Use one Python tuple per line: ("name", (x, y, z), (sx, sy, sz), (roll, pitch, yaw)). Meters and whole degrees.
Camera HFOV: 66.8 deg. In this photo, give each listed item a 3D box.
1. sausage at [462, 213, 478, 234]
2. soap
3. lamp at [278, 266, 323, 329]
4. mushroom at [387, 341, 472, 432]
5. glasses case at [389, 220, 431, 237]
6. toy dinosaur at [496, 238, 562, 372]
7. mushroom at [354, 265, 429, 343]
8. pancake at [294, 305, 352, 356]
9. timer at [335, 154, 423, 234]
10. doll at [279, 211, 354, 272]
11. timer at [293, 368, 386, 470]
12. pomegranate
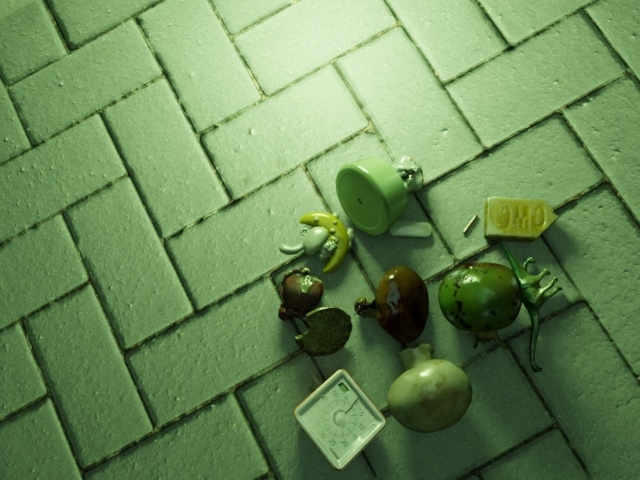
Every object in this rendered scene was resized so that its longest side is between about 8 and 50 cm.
("sausage", (0.583, -0.064, 1.892), (0.015, 0.015, 0.100), (37, 85, 10))
("soap", (0.758, -0.078, 1.845), (0.258, 0.080, 0.160), (3, 81, 6))
("lamp", (-0.056, 0.215, 1.849), (0.215, 0.151, 0.223), (22, 123, 11))
("mushroom", (0.371, 0.515, 1.715), (0.298, 0.297, 0.290), (-21, 42, 1))
("glasses case", (0.351, -0.043, 1.896), (0.164, 0.041, 0.063), (2, 82, 5))
("toy dinosaur", (0.741, 0.228, 1.800), (0.301, 0.087, 0.447), (-45, 77, 4))
("mushroom", (0.286, 0.220, 1.790), (0.267, 0.267, 0.255), (-50, 46, -4))
("pancake", (0.017, 0.341, 1.807), (0.212, 0.029, 0.235), (23, 110, -24))
("timer", (0.264, -0.214, 1.851), (0.315, 0.290, 0.290), (-31, 78, -24))
("doll", (0.000, 0.000, 1.891), (0.237, 0.111, 0.252), (35, 84, -5))
("timer", (0.070, 0.637, 1.750), (0.250, 0.161, 0.257), (-39, 78, -11))
("pomegranate", (0.559, 0.235, 1.719), (0.291, 0.291, 0.323), (6, 89, 6))
